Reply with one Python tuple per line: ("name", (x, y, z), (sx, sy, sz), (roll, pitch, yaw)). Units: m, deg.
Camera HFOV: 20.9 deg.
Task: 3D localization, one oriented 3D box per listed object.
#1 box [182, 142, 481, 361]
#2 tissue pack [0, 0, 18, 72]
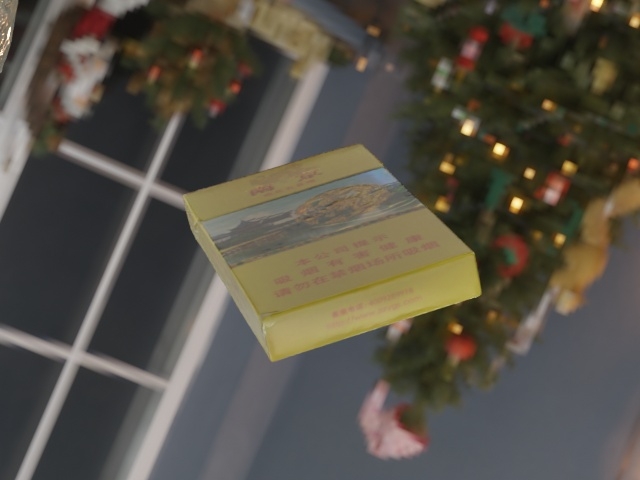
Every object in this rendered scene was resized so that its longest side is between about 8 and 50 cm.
("box", (0.000, 0.000, 0.710), (0.087, 0.023, 0.155), (-20, -157, -9))
("tissue pack", (-0.255, -0.079, 0.584), (0.271, 0.124, 0.201), (21, -141, -3))
